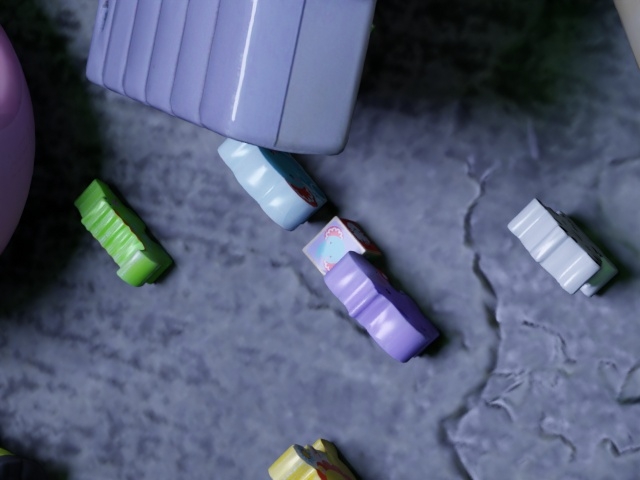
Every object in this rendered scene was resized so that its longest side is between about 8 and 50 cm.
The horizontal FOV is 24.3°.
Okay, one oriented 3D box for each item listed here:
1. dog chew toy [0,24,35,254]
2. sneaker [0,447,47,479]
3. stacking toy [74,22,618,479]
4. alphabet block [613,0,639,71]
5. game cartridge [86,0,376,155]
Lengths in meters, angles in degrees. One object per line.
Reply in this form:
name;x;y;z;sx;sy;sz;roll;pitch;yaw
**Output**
dog chew toy;-0.295;-0.009;0.713;0.332;0.207;0.206;-34;73;25
sneaker;-0.252;0.202;0.731;0.121;0.111;0.300;37;94;32
stacking toy;0.000;0.000;0.658;0.167;0.052;0.221;-46;69;13
alphabet block;0.173;-0.174;0.489;0.193;0.197;0.192;-19;88;8
game cartridge;-0.017;-0.220;0.562;0.068;0.230;0.355;9;97;-19
